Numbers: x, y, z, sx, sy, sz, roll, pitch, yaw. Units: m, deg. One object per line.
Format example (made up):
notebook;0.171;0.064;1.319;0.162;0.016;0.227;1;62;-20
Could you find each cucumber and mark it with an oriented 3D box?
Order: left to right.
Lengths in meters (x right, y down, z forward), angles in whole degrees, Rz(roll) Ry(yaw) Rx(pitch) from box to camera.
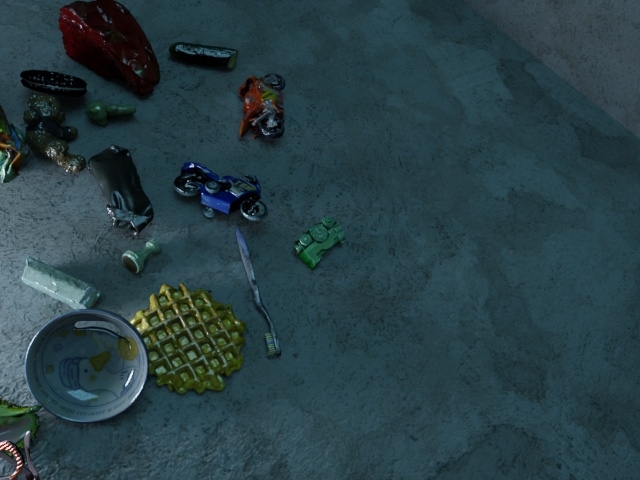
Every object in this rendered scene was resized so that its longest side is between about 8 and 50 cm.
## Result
cucumber;-0.415;-0.658;2.089;0.242;0.074;0.074;5;58;-11

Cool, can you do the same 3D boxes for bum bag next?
bum bag;-0.585;-0.147;1.716;0.142;0.079;0.326;-11;59;-31

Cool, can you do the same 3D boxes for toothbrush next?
toothbrush;-0.184;0.140;1.680;0.042;0.035;0.413;-10;62;-20

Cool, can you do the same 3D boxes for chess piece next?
chess piece;-0.492;0.037;1.636;0.067;0.067;0.103;38;48;8

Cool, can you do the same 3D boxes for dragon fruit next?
dragon fruit;-0.636;-0.664;1.931;0.329;0.228;0.286;37;54;10

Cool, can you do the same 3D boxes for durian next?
durian;-0.736;0.410;1.307;0.221;0.095;0.137;8;98;-20

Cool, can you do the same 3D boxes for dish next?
dish;-0.547;0.283;1.417;0.274;0.134;0.273;-2;99;-10

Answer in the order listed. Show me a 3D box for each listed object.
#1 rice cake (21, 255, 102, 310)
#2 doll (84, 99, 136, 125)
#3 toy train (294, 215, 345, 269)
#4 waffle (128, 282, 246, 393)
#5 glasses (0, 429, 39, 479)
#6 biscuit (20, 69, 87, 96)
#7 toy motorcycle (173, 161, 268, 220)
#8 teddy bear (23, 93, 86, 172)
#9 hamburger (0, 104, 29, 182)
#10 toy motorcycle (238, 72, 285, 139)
rice cake;-0.675;0.118;1.524;0.207;0.063;0.069;24;61;-1
doll;-0.659;-0.402;1.852;0.150;0.077;0.115;-8;17;-27
toy train;0.000;0.000;1.806;0.178;0.071;0.104;-39;84;-31
waffle;-0.340;0.252;1.547;0.329;0.062;0.329;8;56;-12
glasses;-0.660;0.517;1.255;0.162;0.095;0.255;-35;88;0
biscuit;-0.820;-0.486;1.816;0.195;0.053;0.194;11;19;-4
toy motorcycle;-0.291;-0.155;1.793;0.316;0.113;0.169;21;44;6
teddy bear;-0.793;-0.311;1.715;0.129;0.182;0.251;-23;70;2
hamburger;-0.923;-0.293;1.619;0.151;0.260;0.276;-26;40;-12
toy motorcycle;-0.200;-0.466;2.024;0.171;0.089;0.298;6;58;-12
